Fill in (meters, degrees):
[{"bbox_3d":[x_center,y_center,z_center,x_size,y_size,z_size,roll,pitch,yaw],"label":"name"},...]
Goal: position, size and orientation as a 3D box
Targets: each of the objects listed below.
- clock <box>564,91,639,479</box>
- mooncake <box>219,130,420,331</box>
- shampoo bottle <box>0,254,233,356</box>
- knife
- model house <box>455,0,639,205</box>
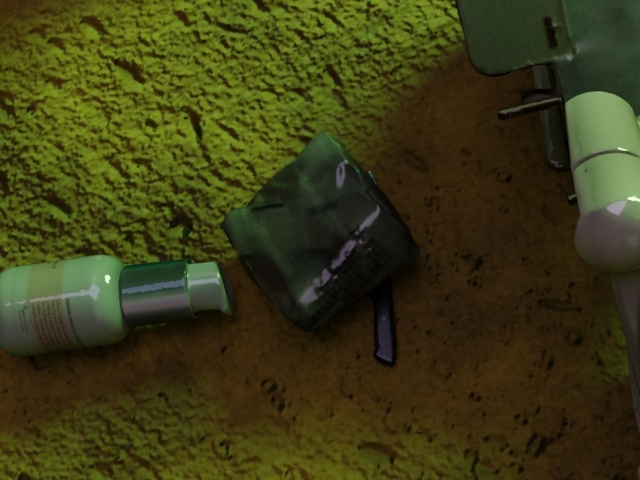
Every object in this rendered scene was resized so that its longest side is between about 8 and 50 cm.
[{"bbox_3d":[0.348,0.013,1.229,0.325,0.342,0.184,-11,44,14],"label":"clock"},{"bbox_3d":[0.000,0.000,1.446,0.125,0.073,0.130,-40,56,7],"label":"mooncake"},{"bbox_3d":[-0.166,0.045,1.469,0.192,0.074,0.074,-9,66,10],"label":"shampoo bottle"},{"bbox_3d":[0.044,0.020,1.466,0.023,0.010,0.170,-6,64,4],"label":"knife"},{"bbox_3d":[0.195,-0.200,1.405,0.169,0.244,0.326,-12,98,11],"label":"model house"}]
